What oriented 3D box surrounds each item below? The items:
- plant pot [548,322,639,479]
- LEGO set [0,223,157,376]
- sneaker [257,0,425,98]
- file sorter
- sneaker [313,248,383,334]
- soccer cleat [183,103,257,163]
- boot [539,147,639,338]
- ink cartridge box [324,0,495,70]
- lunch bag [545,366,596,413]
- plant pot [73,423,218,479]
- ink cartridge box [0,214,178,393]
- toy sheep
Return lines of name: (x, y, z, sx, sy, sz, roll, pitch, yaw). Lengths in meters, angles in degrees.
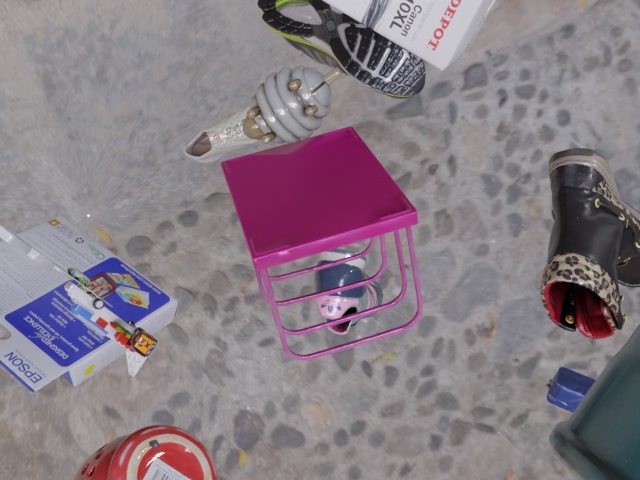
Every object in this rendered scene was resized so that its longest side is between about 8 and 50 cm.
plant pot: (0.275, 0.046, 0.314, 0.271, 0.271, 0.255, 29, 93, -15)
LEGO set: (-0.269, 0.062, 0.863, 0.244, 0.182, 0.060, 34, 78, 11)
sneaker: (0.044, -0.318, 1.305, 0.300, 0.121, 0.111, 36, 93, 16)
file sorter: (0.000, 0.000, 1.111, 0.202, 0.291, 0.182, -16, 121, -7)
sneaker: (0.043, 0.118, 1.508, 0.112, 0.319, 0.131, 7, 73, 17)
soccer cleat: (-0.169, -0.199, 1.513, 0.196, 0.076, 0.068, -29, 76, 26)
boot: (0.506, 0.049, 1.469, 0.377, 0.138, 0.284, 48, 46, -38)
ink cartridge box: (0.085, -0.321, 0.869, 0.237, 0.100, 0.172, 32, 127, 6)
lunch bag: (0.499, 0.305, 1.624, 0.098, 0.067, 0.065, 23, 125, 15)
plant pot: (-0.257, 0.373, 1.216, 0.191, 0.174, 0.191, 21, 51, -27)
ink cartridge box: (-0.450, 0.104, 1.338, 0.303, 0.072, 0.307, 34, 41, 20)
toy sheep: (-0.032, -0.152, 0.906, 0.132, 0.091, 0.091, -25, 100, 21)
